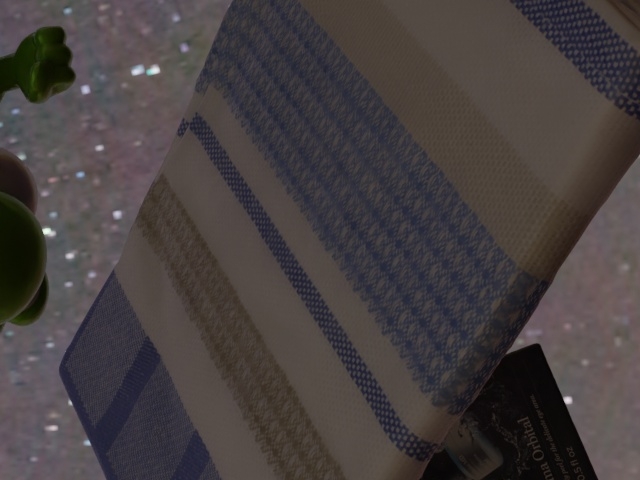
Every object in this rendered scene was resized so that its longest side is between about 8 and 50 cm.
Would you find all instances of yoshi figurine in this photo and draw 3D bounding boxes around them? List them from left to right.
[{"bbox_3d":[-0.290,-0.081,1.149,0.203,0.204,0.362,-48,-57,-55],"label":"yoshi figurine"}]

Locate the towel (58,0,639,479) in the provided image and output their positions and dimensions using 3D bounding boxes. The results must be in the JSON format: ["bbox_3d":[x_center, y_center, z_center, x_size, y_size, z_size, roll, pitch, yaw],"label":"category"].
[{"bbox_3d":[0.000,0.000,0.541,0.034,0.209,0.285,12,-62,-36],"label":"towel"}]

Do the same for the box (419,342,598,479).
[{"bbox_3d":[0.124,0.184,1.184,0.093,0.158,0.156,74,175,-71],"label":"box"}]
